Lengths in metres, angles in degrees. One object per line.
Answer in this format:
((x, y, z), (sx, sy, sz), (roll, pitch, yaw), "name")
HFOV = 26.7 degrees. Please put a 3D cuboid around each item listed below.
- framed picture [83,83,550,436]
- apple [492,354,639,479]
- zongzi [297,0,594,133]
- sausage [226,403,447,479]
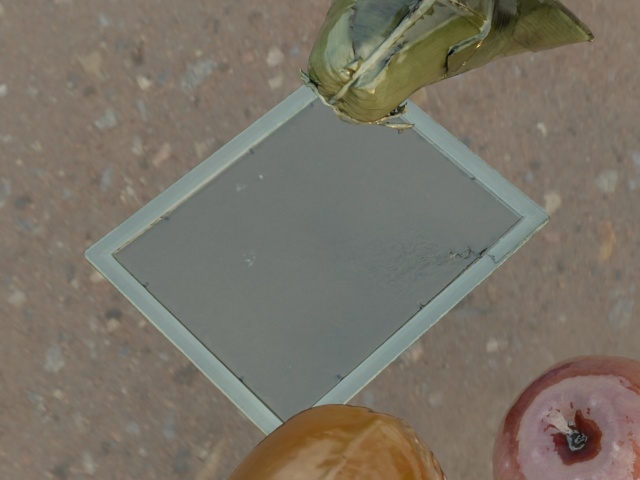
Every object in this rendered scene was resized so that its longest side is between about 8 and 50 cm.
((0.000, 0.000, 1.056), (0.296, 0.019, 0.232), (-39, 69, -23), "framed picture")
((0.192, 0.152, 0.934), (0.153, 0.120, 0.153), (-18, 51, 24), "apple")
((0.058, -0.080, 0.580), (0.119, 0.055, 0.109), (28, 60, -11), "zongzi")
((-0.036, 0.173, 0.443), (0.105, 0.105, 0.274), (22, 56, 19), "sausage")
